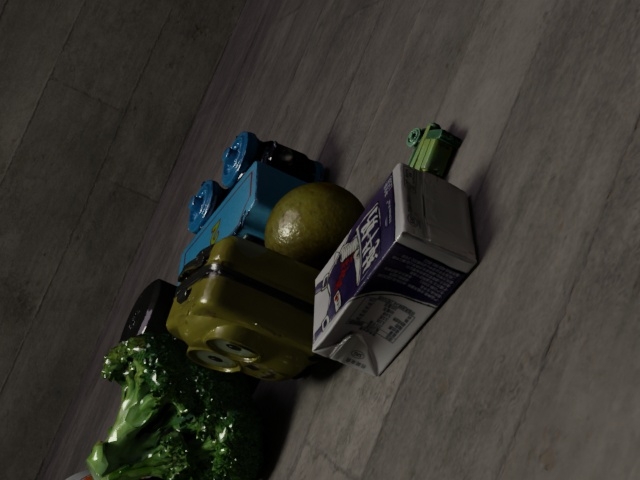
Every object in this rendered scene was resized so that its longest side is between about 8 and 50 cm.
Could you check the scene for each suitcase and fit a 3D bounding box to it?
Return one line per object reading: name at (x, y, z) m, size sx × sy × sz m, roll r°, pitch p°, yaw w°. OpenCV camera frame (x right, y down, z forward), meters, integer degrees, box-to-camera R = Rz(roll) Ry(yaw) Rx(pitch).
suitcase at (-0.086, 0.105, 1.394) m, size 0.194 × 0.235 × 0.143 m, roll -33°, pitch 36°, yaw 61°

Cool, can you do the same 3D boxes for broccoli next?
broccoli at (-0.221, 0.267, 1.516) m, size 0.275 × 0.307 × 0.308 m, roll -31°, pitch 1°, yaw -26°

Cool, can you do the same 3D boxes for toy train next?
toy train at (-0.117, -0.026, 1.782) m, size 0.300 × 0.188 × 0.265 m, roll -47°, pitch 29°, yaw 39°
toy train at (0.134, -0.098, 1.333) m, size 0.122 × 0.050 × 0.081 m, roll -67°, pitch 21°, yaw -6°

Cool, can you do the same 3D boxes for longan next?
longan at (0.000, 0.000, 1.464) m, size 0.176 × 0.145 × 0.154 m, roll 56°, pitch 149°, yaw 29°

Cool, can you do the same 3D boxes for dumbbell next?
dumbbell at (-0.211, 0.172, 1.712) m, size 0.152 × 0.218 × 0.152 m, roll -54°, pitch 20°, yaw 31°

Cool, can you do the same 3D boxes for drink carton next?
drink carton at (0.082, 0.039, 1.221) m, size 0.222 × 0.102 × 0.134 m, roll -56°, pitch 22°, yaw 35°

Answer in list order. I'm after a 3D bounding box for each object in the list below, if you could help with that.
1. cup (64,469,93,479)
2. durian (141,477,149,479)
cup at (-0.334, 0.492, 1.674) m, size 0.317 × 0.212 × 0.212 m, roll -18°, pitch 50°, yaw 65°
durian at (-0.388, 0.572, 1.912) m, size 0.186 × 0.154 × 0.260 m, roll 95°, pitch -165°, yaw -57°
